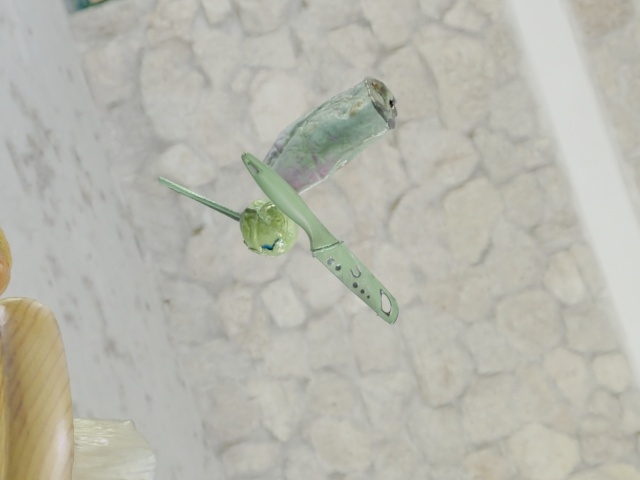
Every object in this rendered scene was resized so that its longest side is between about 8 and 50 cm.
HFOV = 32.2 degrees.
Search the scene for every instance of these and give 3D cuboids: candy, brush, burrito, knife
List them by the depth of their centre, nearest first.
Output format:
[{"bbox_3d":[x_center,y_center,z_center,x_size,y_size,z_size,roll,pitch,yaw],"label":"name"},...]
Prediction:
[{"bbox_3d":[-0.246,0.185,0.988,0.174,0.166,0.266,12,-86,46],"label":"brush"},{"bbox_3d":[0.000,0.000,1.388,0.293,0.043,0.020,45,-4,-14],"label":"knife"},{"bbox_3d":[0.006,-0.148,1.625,0.089,0.229,0.144,48,20,-20],"label":"burrito"},{"bbox_3d":[-0.162,-0.054,1.790,0.336,0.093,0.092,23,-74,41],"label":"candy"}]

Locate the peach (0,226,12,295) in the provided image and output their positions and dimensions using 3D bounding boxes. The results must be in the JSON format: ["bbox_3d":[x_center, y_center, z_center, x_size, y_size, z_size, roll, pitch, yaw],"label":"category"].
[{"bbox_3d":[-0.460,0.027,1.396,0.138,0.138,0.138,-18,90,-88],"label":"peach"}]
